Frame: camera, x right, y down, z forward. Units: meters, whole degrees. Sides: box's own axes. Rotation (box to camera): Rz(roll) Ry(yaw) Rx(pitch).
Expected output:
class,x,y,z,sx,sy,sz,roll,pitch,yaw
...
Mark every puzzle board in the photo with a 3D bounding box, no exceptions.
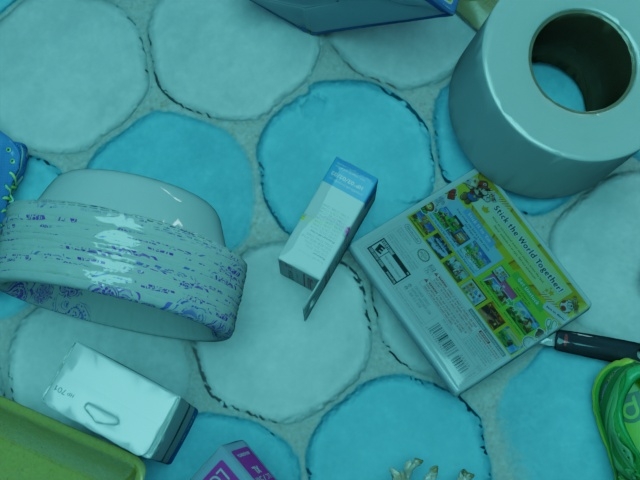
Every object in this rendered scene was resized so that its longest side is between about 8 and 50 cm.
class,x,y,z,sx,sy,sz,roll,pitch,yaw
puzzle board,0.246,-0.296,1.710,0.128,0.011,0.096,44,80,8

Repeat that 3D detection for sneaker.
class,x,y,z,sx,sy,sz,roll,pitch,yaw
sneaker,0.395,0.279,1.524,0.109,0.123,0.296,-20,79,-5
sneaker,-0.409,-0.060,1.618,0.126,0.091,0.240,-24,78,-6

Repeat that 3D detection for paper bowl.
class,x,y,z,sx,sy,sz,roll,pitch,yaw
paper bowl,-0.224,0.014,1.502,0.284,0.284,0.148,10,77,2

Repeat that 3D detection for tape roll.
class,x,y,z,sx,sy,sz,roll,pitch,yaw
tape roll,0.291,-0.188,1.590,0.246,0.169,0.246,2,77,-9

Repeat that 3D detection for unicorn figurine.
class,x,y,z,sx,sy,sz,roll,pitch,yaw
unicorn figurine,0.146,0.323,1.548,0.161,0.060,0.111,15,87,-3

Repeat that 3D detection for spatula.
class,x,y,z,sx,sy,sz,roll,pitch,yaw
spatula,0.263,0.119,1.607,0.296,0.030,0.084,10,74,2

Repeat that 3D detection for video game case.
class,x,y,z,sx,sy,sz,roll,pitch,yaw
video game case,0.181,0.045,1.601,0.206,0.026,0.227,-31,72,-14

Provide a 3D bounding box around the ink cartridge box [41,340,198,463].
class,x,y,z,sx,sy,sz,roll,pitch,yaw
ink cartridge box,-0.226,0.190,1.510,0.139,0.191,0.082,28,79,6

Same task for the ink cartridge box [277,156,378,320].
class,x,y,z,sx,sy,sz,roll,pitch,yaw
ink cartridge box,0.000,0.000,1.596,0.061,0.104,0.181,28,79,6

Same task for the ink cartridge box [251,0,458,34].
class,x,y,z,sx,sy,sz,roll,pitch,yaw
ink cartridge box,0.075,-0.470,1.611,0.151,0.270,0.396,24,76,-40

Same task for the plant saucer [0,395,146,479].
class,x,y,z,sx,sy,sz,roll,pitch,yaw
plant saucer,-0.388,0.350,1.502,0.332,0.081,0.333,20,80,20

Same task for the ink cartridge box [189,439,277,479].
class,x,y,z,sx,sy,sz,roll,pitch,yaw
ink cartridge box,-0.058,0.401,1.474,0.311,0.065,0.186,46,108,15
